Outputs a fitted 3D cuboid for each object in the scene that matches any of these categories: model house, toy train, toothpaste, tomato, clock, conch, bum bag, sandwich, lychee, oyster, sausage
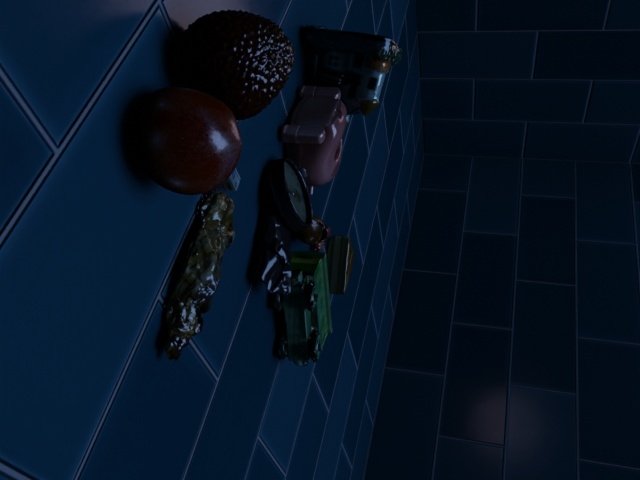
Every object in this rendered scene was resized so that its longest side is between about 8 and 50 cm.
[{"bbox_3d":[0.069,-0.423,1.663,0.184,0.253,0.290,-42,145,-63],"label":"model house"},{"bbox_3d":[-0.047,0.181,1.625,0.202,0.120,0.300,-67,156,-57],"label":"toy train"},{"bbox_3d":[-0.195,-0.152,1.127,0.164,0.046,0.034,72,24,-54],"label":"toothpaste"},{"bbox_3d":[-0.198,-0.151,0.931,0.167,0.168,0.167,5,90,-74],"label":"tomato"},{"bbox_3d":[-0.001,-0.252,1.620,0.241,0.143,0.227,83,19,-47],"label":"clock"},{"bbox_3d":[-0.038,-0.031,1.656,0.080,0.086,0.233,-67,160,5],"label":"conch"},{"bbox_3d":[-0.068,-0.112,1.474,0.184,0.040,0.184,-18,90,-76],"label":"clock"},{"bbox_3d":[-0.101,0.003,1.443,0.123,0.060,0.248,36,44,-62],"label":"bum bag"},{"bbox_3d":[0.052,0.081,2.015,0.113,0.080,0.163,73,28,-49],"label":"sandwich"},{"bbox_3d":[-0.145,-0.295,1.028,0.194,0.195,0.194,5,90,-74],"label":"lychee"},{"bbox_3d":[-0.209,0.057,1.114,0.128,0.079,0.344,86,13,-56],"label":"oyster"},{"bbox_3d":[0.000,0.000,1.882,0.129,0.034,0.034,-61,152,-56],"label":"sausage"}]
